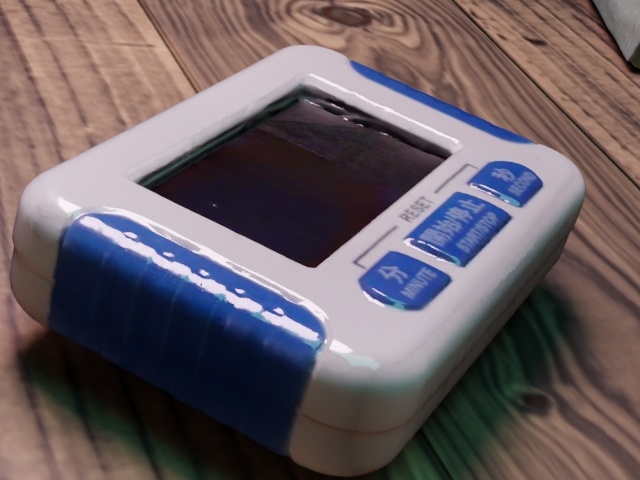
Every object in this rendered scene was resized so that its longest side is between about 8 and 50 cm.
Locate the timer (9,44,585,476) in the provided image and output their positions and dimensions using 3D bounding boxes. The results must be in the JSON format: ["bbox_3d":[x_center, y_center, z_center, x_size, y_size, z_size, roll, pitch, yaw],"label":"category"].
[{"bbox_3d":[0.000,0.000,0.606,0.178,0.078,0.253,26,32,18],"label":"timer"}]

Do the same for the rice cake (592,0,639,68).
[{"bbox_3d":[0.243,-0.228,1.031,0.043,0.127,0.237,21,27,-17],"label":"rice cake"}]
